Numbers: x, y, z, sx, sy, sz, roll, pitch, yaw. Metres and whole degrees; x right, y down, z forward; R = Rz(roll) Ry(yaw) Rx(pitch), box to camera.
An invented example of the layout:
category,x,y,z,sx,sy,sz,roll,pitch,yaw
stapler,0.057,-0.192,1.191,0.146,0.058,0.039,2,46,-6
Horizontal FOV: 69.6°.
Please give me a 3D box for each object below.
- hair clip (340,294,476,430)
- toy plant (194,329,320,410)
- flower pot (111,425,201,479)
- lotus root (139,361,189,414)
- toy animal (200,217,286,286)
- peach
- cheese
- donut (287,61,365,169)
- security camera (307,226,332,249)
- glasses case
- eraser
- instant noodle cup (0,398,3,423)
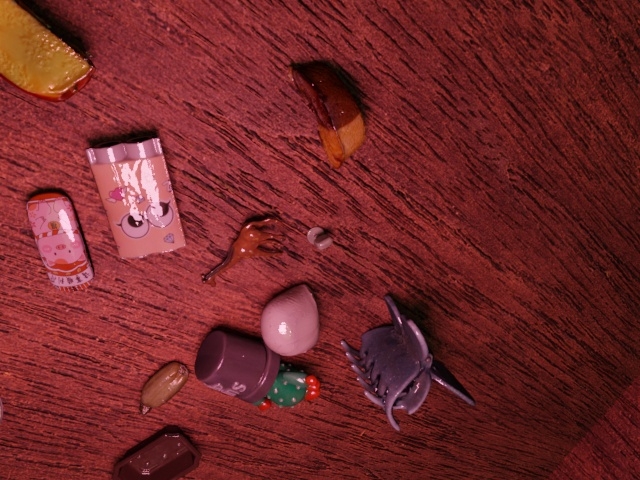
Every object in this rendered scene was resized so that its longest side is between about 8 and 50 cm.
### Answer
category,x,y,z,sx,sy,sz,roll,pitch,yaw
hair clip,0.236,0.377,1.428,0.238,0.318,0.392,-38,119,3
toy plant,-0.180,0.411,1.396,0.400,0.185,0.279,33,112,-34
flower pot,-0.516,0.688,1.464,0.251,0.084,0.178,-31,117,-1
lotus root,-0.474,0.439,1.375,0.090,0.077,0.183,43,93,-19
toy animal,-0.219,0.038,1.298,0.230,0.066,0.224,-8,133,-23
peach,-0.615,-0.401,0.945,0.267,0.159,0.154,40,87,-28
cheese,-0.085,0.244,1.346,0.189,0.155,0.197,-17,109,-39
donut,0.039,-0.328,1.178,0.112,0.151,0.294,-35,116,-11
security camera,0.000,0.000,1.326,0.058,0.092,0.058,-7,114,-16
glasses case,-0.647,0.007,1.154,0.103,0.067,0.266,-11,114,-10
eraser,-0.453,-0.106,1.154,0.171,0.087,0.290,-12,115,-12
instant noodle cup,-1.020,0.513,1.151,0.326,0.254,0.325,-6,114,-14
